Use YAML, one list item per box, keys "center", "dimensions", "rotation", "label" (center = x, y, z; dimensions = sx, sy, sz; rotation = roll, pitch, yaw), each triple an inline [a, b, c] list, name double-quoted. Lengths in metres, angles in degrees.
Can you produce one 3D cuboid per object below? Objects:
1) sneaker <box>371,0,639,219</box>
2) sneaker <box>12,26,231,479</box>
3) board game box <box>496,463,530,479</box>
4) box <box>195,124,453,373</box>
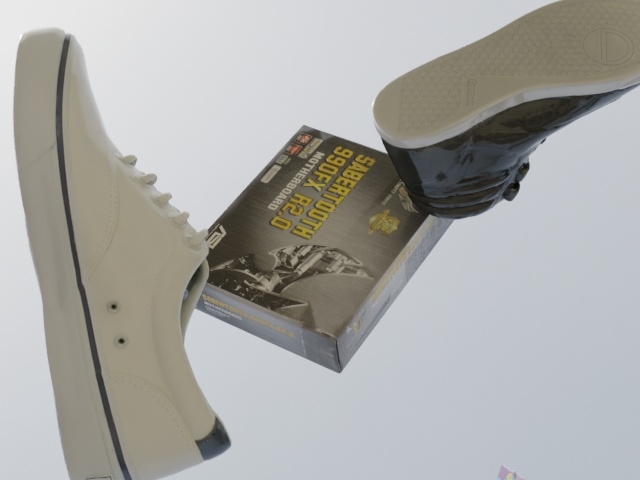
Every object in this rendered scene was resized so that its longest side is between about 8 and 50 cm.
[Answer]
- center: [0.191, -0.117, 1.082]
  dimensions: [0.295, 0.147, 0.104]
  rotation: [-21, -125, -6]
  label: "sneaker"
- center: [-0.106, 0.004, 0.641]
  dimensions: [0.091, 0.094, 0.258]
  rotation: [-11, -103, -8]
  label: "sneaker"
- center: [0.184, 0.306, 1.245]
  dimensions: [0.033, 0.168, 0.133]
  rotation: [4, -91, -7]
  label: "board game box"
- center: [0.000, 0.000, 1.148]
  dimensions: [0.183, 0.056, 0.231]
  rotation: [22, -127, 26]
  label: "box"
